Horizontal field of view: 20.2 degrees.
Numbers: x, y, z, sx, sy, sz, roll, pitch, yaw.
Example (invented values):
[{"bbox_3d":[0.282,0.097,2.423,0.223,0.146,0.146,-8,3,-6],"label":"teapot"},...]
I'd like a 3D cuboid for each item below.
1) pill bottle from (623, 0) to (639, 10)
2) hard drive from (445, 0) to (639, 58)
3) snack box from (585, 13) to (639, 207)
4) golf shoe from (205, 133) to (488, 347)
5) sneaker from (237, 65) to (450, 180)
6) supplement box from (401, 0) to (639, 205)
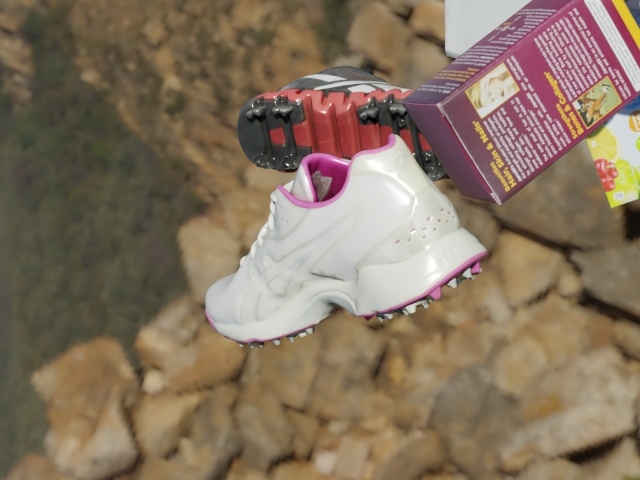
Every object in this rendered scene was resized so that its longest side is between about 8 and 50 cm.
[{"bbox_3d":[0.365,-0.353,1.841,0.323,0.181,0.181,-35,-1,-32],"label":"pill bottle"},{"bbox_3d":[0.307,-0.294,2.293,0.040,0.307,0.203,-52,-31,-42],"label":"hard drive"},{"bbox_3d":[0.398,-0.166,2.161,0.174,0.207,0.070,-17,21,15],"label":"snack box"},{"bbox_3d":[0.000,0.000,1.439,0.306,0.140,0.115,-18,12,48],"label":"golf shoe"},{"bbox_3d":[0.058,-0.125,1.849,0.135,0.276,0.097,-47,-45,-55],"label":"sneaker"},{"bbox_3d":[0.177,-0.128,1.496,0.188,0.104,0.081,-38,18,-12],"label":"supplement box"}]
